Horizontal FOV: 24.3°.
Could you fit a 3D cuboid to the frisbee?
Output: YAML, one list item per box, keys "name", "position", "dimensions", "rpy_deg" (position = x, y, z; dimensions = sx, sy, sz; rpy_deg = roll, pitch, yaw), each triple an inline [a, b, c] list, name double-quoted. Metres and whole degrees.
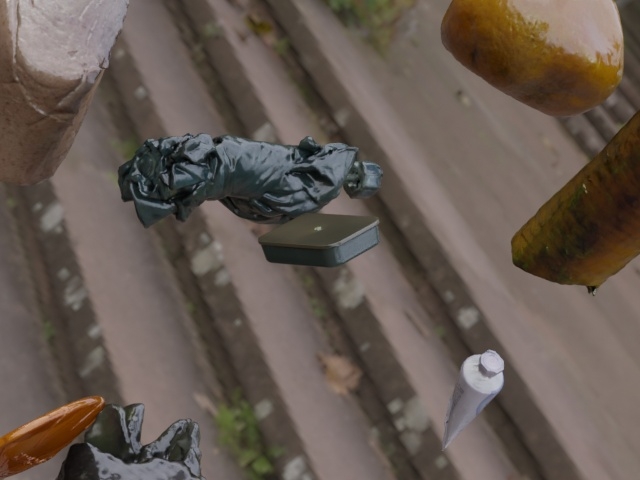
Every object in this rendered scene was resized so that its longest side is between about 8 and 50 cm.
- name: "frisbee"
  position: [-0.324, 0.235, 1.681]
  dimensions: [0.035, 0.192, 0.192]
  rpy_deg: [59, 12, 11]

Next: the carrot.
- name: "carrot"
  position: [0.311, -0.055, 1.438]
  dimensions: [0.114, 0.302, 0.114]
  rpy_deg: [27, 37, -22]

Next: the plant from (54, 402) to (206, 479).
- name: "plant"
  position: [-0.245, 0.328, 1.794]
  dimensions: [0.188, 0.199, 0.276]
  rpy_deg: [20, 28, -15]

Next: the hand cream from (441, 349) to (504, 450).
- name: "hand cream"
  position: [0.176, 0.180, 1.748]
  dimensions: [0.053, 0.142, 0.084]
  rpy_deg: [20, 48, -4]

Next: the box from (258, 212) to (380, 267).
- name: "box"
  position: [0.000, 0.000, 1.648]
  dimensions: [0.091, 0.126, 0.031]
  rpy_deg: [-29, 113, -41]

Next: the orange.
- name: "orange"
  position: [0.287, -0.270, 1.906]
  dimensions: [0.249, 0.183, 0.249]
  rpy_deg: [30, 15, -9]

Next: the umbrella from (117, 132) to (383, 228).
- name: "umbrella"
  position: [-0.064, -0.069, 1.734]
  dimensions: [0.349, 0.143, 0.094]
  rpy_deg: [3, 72, -41]

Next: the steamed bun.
- name: "steamed bun"
  position: [-0.352, -0.243, 1.756]
  dimensions: [0.199, 0.251, 0.301]
  rpy_deg: [21, 43, -17]
